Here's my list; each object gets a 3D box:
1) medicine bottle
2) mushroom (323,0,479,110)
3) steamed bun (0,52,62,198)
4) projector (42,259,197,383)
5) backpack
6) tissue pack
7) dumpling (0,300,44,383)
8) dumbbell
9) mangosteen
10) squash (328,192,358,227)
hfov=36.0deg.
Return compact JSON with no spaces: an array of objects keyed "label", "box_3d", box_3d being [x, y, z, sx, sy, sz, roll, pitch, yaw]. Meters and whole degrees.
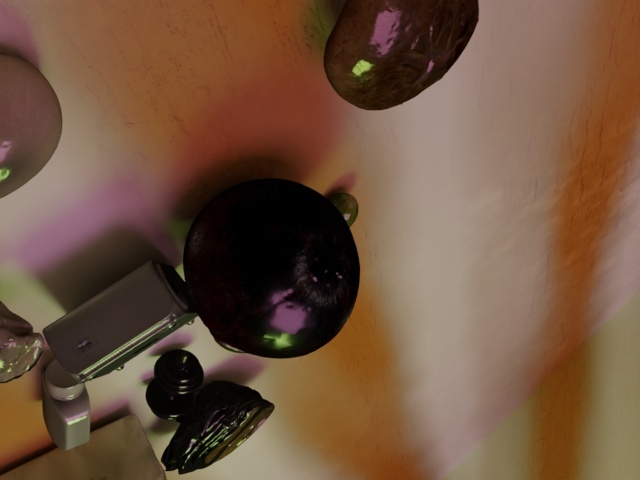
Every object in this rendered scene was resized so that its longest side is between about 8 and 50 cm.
[{"label":"medicine bottle","box_3d":[-0.447,0.280,1.727,0.069,0.119,0.183,-19,146,-26]},{"label":"mushroom","box_3d":[0.120,-0.298,1.387,0.278,0.146,0.278,-32,154,-18]},{"label":"steamed bun","box_3d":[-0.406,-0.111,1.149,0.228,0.131,0.177,-30,153,-12]},{"label":"projector","box_3d":[-0.303,0.130,1.570,0.198,0.108,0.250,-33,175,-2]},{"label":"backpack","box_3d":[-0.236,0.407,2.117,0.258,0.133,0.206,-49,157,4]},{"label":"tissue pack","box_3d":[-0.493,0.552,2.009,0.380,0.207,0.297,-24,152,-16]},{"label":"dumpling","box_3d":[-0.532,0.147,1.424,0.247,0.142,0.172,20,127,-25]},{"label":"dumbbell","box_3d":[-0.285,0.281,1.917,0.099,0.099,0.208,-13,145,-33]},{"label":"mangosteen","box_3d":[-0.091,0.042,1.583,0.300,0.300,0.300,-25,151,-15]},{"label":"squash","box_3d":[0.000,0.000,1.813,0.066,0.066,0.229,-6,142,-41]}]
